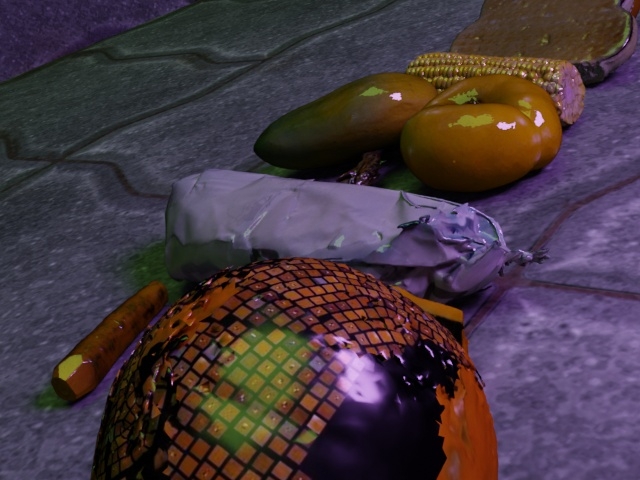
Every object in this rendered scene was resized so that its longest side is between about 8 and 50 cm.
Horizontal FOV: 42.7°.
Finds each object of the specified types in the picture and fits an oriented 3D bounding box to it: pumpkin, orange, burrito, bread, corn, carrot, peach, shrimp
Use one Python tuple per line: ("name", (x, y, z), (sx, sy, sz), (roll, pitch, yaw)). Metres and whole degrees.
("pumpkin", (0.085, 0.070, 0.630), (0.035, 0.073, 0.101), (-35, 34, -25))
("orange", (-0.008, 0.125, 0.398), (0.182, 0.234, 0.234), (11, 34, 17))
("burrito", (0.000, 0.000, 0.787), (0.446, 0.101, 0.139), (9, 44, 40))
("bread", (0.328, -0.309, 1.164), (0.287, 0.056, 0.207), (15, 70, 44))
("corn", (0.215, -0.190, 1.044), (0.244, 0.093, 0.093), (16, 41, 42))
("carrot", (-0.199, 0.093, 0.800), (0.042, 0.042, 0.170), (-4, 26, 25))
("peach", (0.179, -0.119, 0.914), (0.179, 0.103, 0.179), (-11, 30, 7))
("shrimp", (0.064, -0.049, 0.920), (0.148, 0.035, 0.195), (3, 36, 38))

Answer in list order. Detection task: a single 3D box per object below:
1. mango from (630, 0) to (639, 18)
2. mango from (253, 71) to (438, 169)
("mango", (0.413, -0.335, 1.225), (0.102, 0.084, 0.184), (15, 58, 39))
("mango", (0.037, -0.146, 1.046), (0.238, 0.091, 0.137), (-15, -11, 25))
